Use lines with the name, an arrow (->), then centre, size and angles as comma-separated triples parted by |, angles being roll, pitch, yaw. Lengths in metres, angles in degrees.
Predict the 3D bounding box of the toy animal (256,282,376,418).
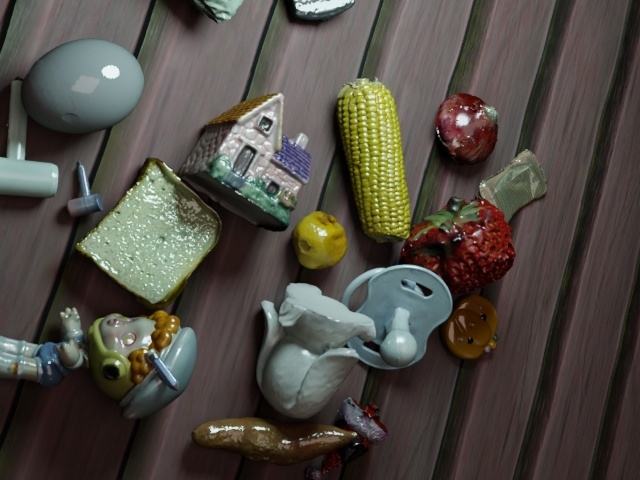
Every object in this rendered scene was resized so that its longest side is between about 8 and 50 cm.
toy animal -> -0.040, 0.250, 1.746 | 0.206, 0.271, 0.265 | 4, 111, -53

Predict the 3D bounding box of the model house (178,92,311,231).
model house -> -0.127, -0.175, 1.708 | 0.237, 0.202, 0.237 | 32, 76, -22

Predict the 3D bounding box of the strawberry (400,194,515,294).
strawberry -> 0.333, 0.033, 1.903 | 0.261, 0.261, 0.258 | -36, 106, -23

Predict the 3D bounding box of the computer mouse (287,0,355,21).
computer mouse -> -0.022, -0.643, 1.841 | 0.168, 0.087, 0.295 | -14, 104, -16

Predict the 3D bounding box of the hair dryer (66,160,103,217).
hair dryer -> -0.477, -0.106, 1.627 | 0.063, 0.037, 0.114 | -13, 77, -1

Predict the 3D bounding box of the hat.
hat -> 0.054, 0.460, 1.830 | 0.129, 0.140, 0.227 | 42, 84, -3

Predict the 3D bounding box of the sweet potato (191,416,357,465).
sweet potato -> -0.104, 0.434, 1.756 | 0.354, 0.106, 0.095 | 5, 55, -13

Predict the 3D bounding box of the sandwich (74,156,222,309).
sandwich -> -0.339, -0.010, 1.662 | 0.226, 0.087, 0.251 | 39, 74, -11

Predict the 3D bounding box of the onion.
onion -> 0.369, -0.278, 1.988 | 0.184, 0.147, 0.184 | 11, 70, -31

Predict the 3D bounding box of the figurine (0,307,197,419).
figurine -> -0.437, 0.234, 1.590 | 0.381, 0.224, 0.205 | 8, 108, -2

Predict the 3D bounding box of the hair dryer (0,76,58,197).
hair dryer -> -0.576, -0.201, 1.576 | 0.131, 0.073, 0.237 | 3, 78, -28

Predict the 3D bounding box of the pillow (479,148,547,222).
pillow -> 0.503, -0.139, 2.111 | 0.211, 0.034, 0.135 | -36, 102, -24

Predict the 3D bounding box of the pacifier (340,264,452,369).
pacifier -> 0.161, 0.191, 1.809 | 0.238, 0.226, 0.287 | 26, 114, -12

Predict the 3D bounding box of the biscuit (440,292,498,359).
biscuit -> 0.384, 0.223, 2.031 | 0.170, 0.050, 0.170 | 0, 89, -26

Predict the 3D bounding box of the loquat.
loquat -> 0.000, 0.000, 1.818 | 0.137, 0.113, 0.137 | 18, 62, -37

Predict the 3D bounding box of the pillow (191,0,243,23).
pillow -> -0.229, -0.636, 1.693 | 0.283, 0.138, 0.310 | 31, 80, -12

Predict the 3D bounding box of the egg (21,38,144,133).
egg -> -0.458, -0.293, 1.563 | 0.231, 0.176, 0.176 | -23, 98, -27

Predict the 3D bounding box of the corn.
corn -> 0.125, -0.181, 1.868 | 0.143, 0.144, 0.387 | -10, 92, -26
